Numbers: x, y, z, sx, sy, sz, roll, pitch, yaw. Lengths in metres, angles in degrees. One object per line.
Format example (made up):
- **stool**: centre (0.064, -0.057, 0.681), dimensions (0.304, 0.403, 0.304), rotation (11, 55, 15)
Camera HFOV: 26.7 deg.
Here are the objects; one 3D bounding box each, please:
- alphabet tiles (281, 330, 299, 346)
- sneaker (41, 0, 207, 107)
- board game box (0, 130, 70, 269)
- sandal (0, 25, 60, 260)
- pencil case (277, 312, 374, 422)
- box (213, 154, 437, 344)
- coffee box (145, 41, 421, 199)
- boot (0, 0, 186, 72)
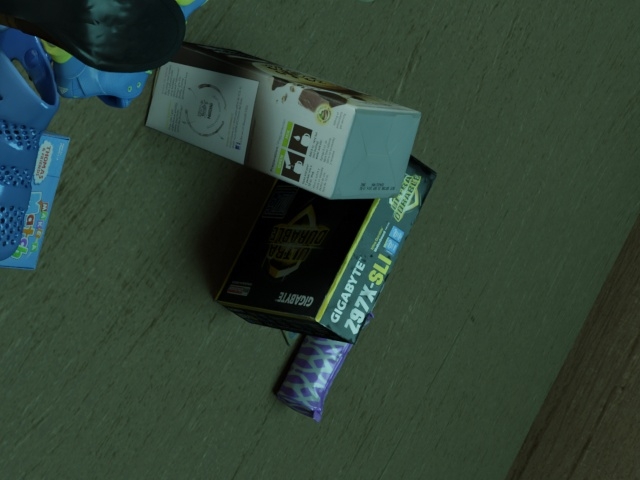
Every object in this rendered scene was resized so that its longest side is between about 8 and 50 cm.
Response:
- **alphabet tiles**: centre (-0.025, 0.026, 2.130), dimensions (0.198, 0.009, 0.237), rotation (-53, 146, -26)
- **sneaker**: centre (-0.192, -0.209, 1.360), dimensions (0.240, 0.091, 0.126), rotation (-28, 133, -46)
- **board game box**: centre (-0.375, -0.053, 1.469), dimensions (0.211, 0.039, 0.160), rotation (8, 99, -58)
- **sandal**: centre (-0.322, -0.134, 1.352), dimensions (0.126, 0.138, 0.318), rotation (-6, 99, -60)
- **pencil case**: centre (0.009, 0.191, 2.205), dimensions (0.206, 0.088, 0.086), rotation (-62, 149, -13)
- **box**: centre (0.000, 0.000, 1.856), dimensions (0.079, 0.322, 0.257), rotation (34, 77, -25)
- **coffee box**: centre (-0.049, -0.152, 1.690), dimensions (0.168, 0.297, 0.119), rotation (-5, 113, -58)
- **boot**: centre (-0.282, -0.244, 1.205), dimensions (0.264, 0.280, 0.096), rotation (3, 112, -33)
